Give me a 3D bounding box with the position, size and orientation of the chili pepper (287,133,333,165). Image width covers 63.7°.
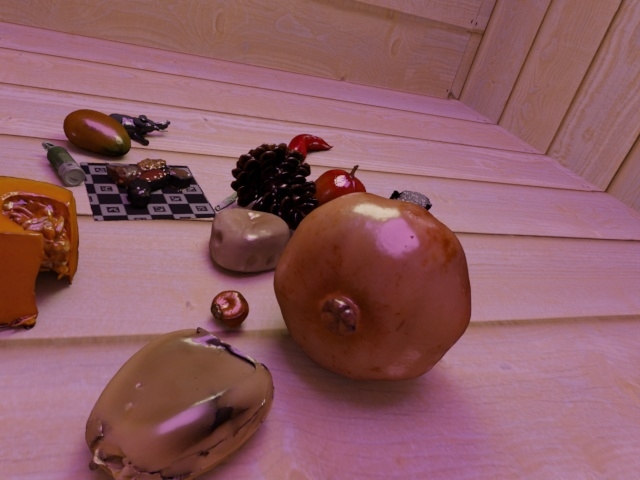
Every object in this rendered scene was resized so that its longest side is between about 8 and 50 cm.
[{"bbox_3d":[-0.055,-0.381,2.111,0.137,0.091,0.368,32,33,5],"label":"chili pepper"}]

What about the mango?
[{"bbox_3d":[-0.725,-0.351,1.689,0.221,0.120,0.151,19,39,-9],"label":"mango"}]

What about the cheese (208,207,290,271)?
[{"bbox_3d":[-0.195,-0.008,1.365,0.218,0.117,0.235,24,27,17],"label":"cheese"}]

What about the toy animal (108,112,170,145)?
[{"bbox_3d":[-0.649,-0.404,1.854,0.270,0.082,0.137,-8,38,-36],"label":"toy animal"}]

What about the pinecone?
[{"bbox_3d":[-0.127,-0.151,1.525,0.247,0.246,0.292,-6,41,-35],"label":"pinecone"}]

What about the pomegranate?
[{"bbox_3d":[0.097,0.095,1.060,0.412,0.411,0.411,12,29,-7],"label":"pomegranate"}]

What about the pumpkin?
[{"bbox_3d":[-0.632,0.014,1.018,0.257,0.225,0.303,15,23,-11],"label":"pumpkin"}]

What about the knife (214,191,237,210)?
[{"bbox_3d":[-0.280,-0.135,1.646,0.030,0.014,0.207,22,31,11],"label":"knife"}]

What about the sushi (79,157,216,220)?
[{"bbox_3d":[-0.519,-0.180,1.553,0.344,0.064,0.359,-3,35,-30],"label":"sushi"}]

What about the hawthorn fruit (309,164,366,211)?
[{"bbox_3d":[0.064,-0.146,1.624,0.197,0.225,0.196,20,35,-15],"label":"hawthorn fruit"}]

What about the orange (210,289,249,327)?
[{"bbox_3d":[-0.198,0.152,1.140,0.086,0.062,0.086,1,56,-1],"label":"orange"}]

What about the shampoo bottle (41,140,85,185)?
[{"bbox_3d":[-0.763,-0.233,1.521,0.065,0.065,0.204,-12,40,-40],"label":"shampoo bottle"}]

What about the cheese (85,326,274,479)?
[{"bbox_3d":[-0.236,0.277,0.851,0.260,0.128,0.316,17,22,17],"label":"cheese"}]

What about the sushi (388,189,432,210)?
[{"bbox_3d":[0.287,-0.095,1.756,0.147,0.114,0.212,25,29,10],"label":"sushi"}]
